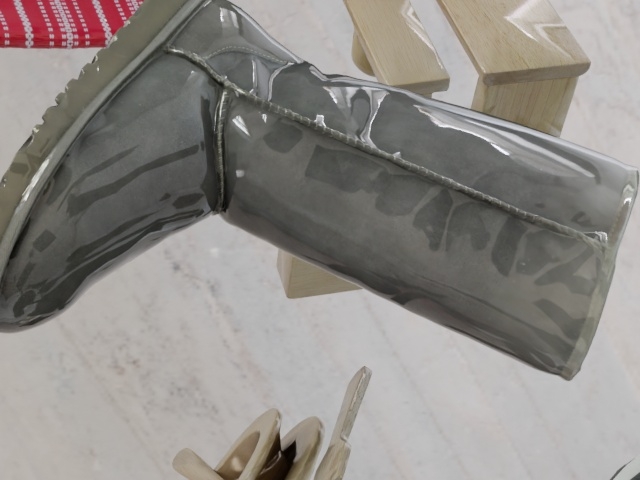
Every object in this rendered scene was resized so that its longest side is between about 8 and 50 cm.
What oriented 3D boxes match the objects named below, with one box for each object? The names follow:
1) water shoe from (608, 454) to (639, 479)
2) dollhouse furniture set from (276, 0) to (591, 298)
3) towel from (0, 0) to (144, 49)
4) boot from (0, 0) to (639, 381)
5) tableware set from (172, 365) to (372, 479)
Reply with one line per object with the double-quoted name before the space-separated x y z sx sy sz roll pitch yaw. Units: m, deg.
"water shoe" 0.264 0.273 1.108 0.203 0.080 0.073 -46 111 -6
"dollhouse furniture set" 0.040 -0.071 0.637 0.144 0.151 0.123 -7 48 -15
"towel" -0.262 -0.222 0.873 0.275 0.031 0.198 -5 56 -27
"boot" 0.000 0.000 0.426 0.209 0.076 0.189 31 64 -1
"tableware set" -0.047 0.120 0.406 0.039 0.128 0.194 37 26 -5
